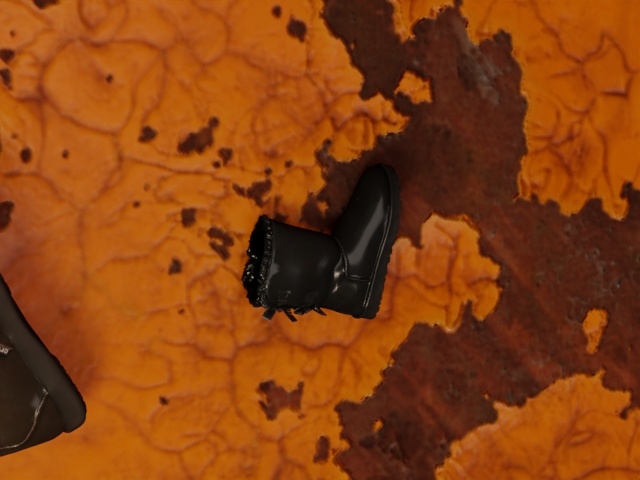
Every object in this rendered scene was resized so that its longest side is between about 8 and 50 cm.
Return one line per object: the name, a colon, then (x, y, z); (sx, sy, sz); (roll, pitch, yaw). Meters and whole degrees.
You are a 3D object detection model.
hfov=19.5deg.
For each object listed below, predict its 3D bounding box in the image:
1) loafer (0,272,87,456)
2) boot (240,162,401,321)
loafer: (-0.232, 0.054, 1.178); (0.078, 0.080, 0.220); (-40, 113, -17)
boot: (0.000, 0.000, 1.313); (0.099, 0.045, 0.121); (8, 94, -25)
